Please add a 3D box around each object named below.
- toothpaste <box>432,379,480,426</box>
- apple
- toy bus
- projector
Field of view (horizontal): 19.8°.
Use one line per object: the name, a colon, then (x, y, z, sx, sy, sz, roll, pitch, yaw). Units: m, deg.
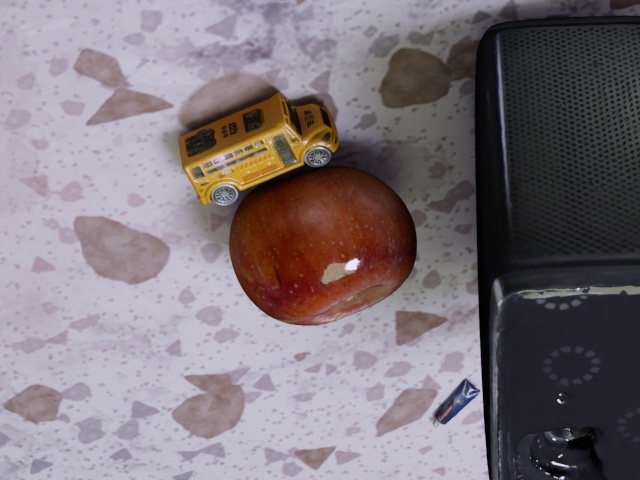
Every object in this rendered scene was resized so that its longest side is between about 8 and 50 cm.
toothpaste: (0.171, 0.210, 2.339, 0.027, 0.019, 0.083, 36, 118, -11)
apple: (0.000, 0.000, 1.980, 0.201, 0.162, 0.201, -22, 165, -6)
toy bus: (-0.065, -0.103, 1.937, 0.162, 0.069, 0.074, -22, 133, 8)
projector: (0.282, 0.027, 1.904, 0.242, 0.405, 0.395, -3, 134, 5)
